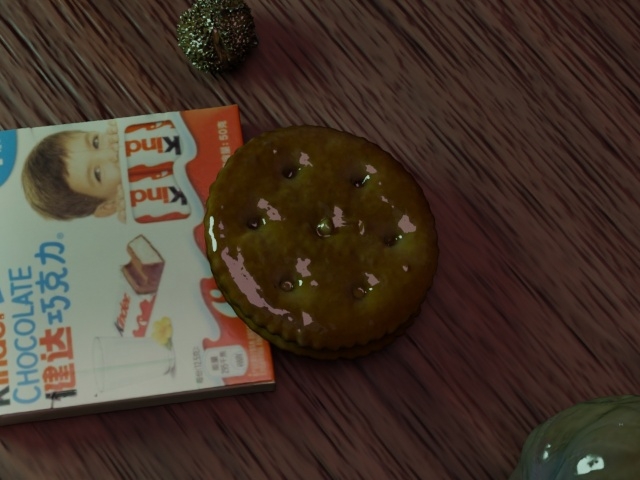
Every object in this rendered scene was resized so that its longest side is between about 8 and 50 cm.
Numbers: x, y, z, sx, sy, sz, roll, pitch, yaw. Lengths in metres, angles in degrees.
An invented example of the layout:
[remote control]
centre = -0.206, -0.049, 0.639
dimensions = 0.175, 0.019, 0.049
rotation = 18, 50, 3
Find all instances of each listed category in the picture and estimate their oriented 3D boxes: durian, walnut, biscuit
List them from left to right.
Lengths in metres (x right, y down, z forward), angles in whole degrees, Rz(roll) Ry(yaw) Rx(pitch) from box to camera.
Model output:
[durian]
centre = -0.101, -0.201, 1.223
dimensions = 0.080, 0.080, 0.091
rotation = -33, 34, -12
[biscuit]
centre = 0.000, 0.000, 1.128
dimensions = 0.221, 0.066, 0.220
rotation = 7, 65, -16
[walnut]
centre = 0.255, 0.246, 0.995
dimensions = 0.248, 0.248, 0.248
rotation = 1, 71, -2

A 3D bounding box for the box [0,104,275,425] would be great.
[box]
centre = -0.187, 0.019, 1.150
dimensions = 0.265, 0.048, 0.273
rotation = -8, 72, -5
